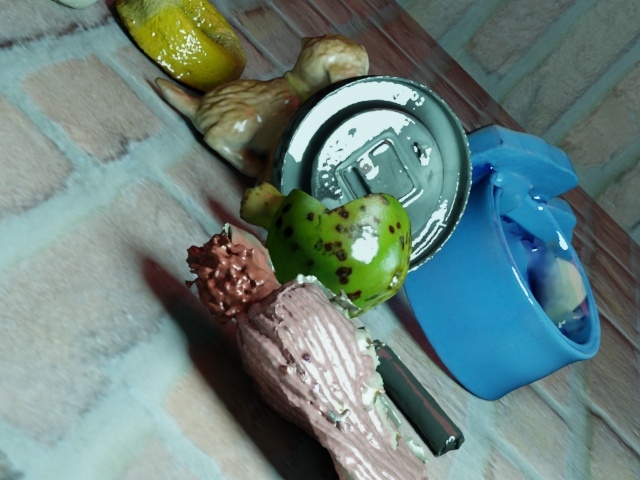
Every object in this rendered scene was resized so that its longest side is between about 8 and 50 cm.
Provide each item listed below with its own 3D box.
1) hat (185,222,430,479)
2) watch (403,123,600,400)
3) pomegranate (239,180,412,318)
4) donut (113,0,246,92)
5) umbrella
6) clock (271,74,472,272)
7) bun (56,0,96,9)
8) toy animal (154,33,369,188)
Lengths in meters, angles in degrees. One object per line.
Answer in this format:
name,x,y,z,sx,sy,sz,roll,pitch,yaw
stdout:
hat,0.001,0.102,1.340,0.286,0.107,0.237,51,5,4
watch,0.207,0.046,1.885,0.305,0.241,0.274,29,39,-49
pomegranate,-0.001,0.013,1.563,0.169,0.122,0.143,12,-18,4
donut,-0.152,-0.236,1.893,0.162,0.065,0.178,51,15,17
umbrella,0.086,0.149,1.588,0.133,0.031,0.036,50,14,21
clock,0.052,-0.065,1.716,0.215,0.215,0.042,38,-4,-25
bun,-0.268,-0.314,1.744,0.138,0.094,0.138,44,12,-11
toy animal,-0.051,-0.165,1.749,0.184,0.185,0.104,42,17,-13
